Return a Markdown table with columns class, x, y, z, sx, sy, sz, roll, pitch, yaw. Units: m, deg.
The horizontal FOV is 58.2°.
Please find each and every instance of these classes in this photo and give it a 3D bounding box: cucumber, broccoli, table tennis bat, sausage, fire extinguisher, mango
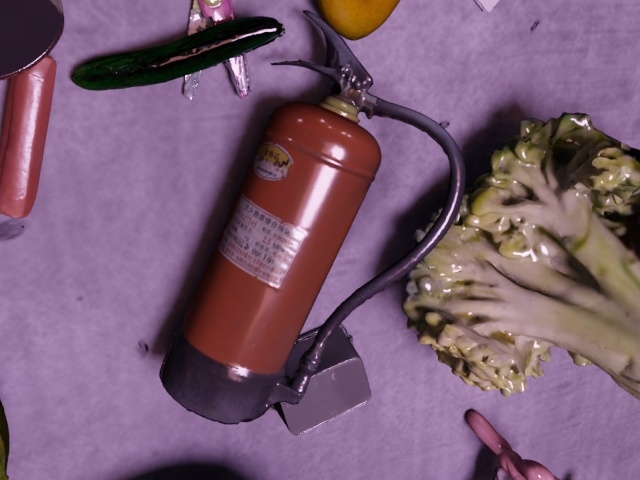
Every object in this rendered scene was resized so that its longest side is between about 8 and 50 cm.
| class | x | y | z | sx | sy | sz | roll | pitch | yaw |
| --- | --- | --- | --- | --- | --- | --- | --- | --- | --- |
| cucumber | -0.120 | -0.157 | 0.490 | 0.184 | 0.033 | 0.036 | -17 | 140 | -4 |
| broccoli | 0.260 | 0.036 | 0.584 | 0.348 | 0.281 | 0.293 | -14 | 125 | -19 |
| table tennis bat | -0.234 | -0.190 | 0.444 | 0.158 | 0.014 | 0.095 | -44 | 98 | -10 |
| sausage | -0.246 | -0.088 | 0.478 | 0.030 | 0.035 | 0.147 | 15 | 104 | -2 |
| fire extinguisher | -0.004 | -0.003 | 0.554 | 0.200 | 0.113 | 0.376 | 20 | 100 | -15 |
| mango | 0.045 | -0.266 | 0.501 | 0.111 | 0.089 | 0.163 | 28 | 103 | -27 |

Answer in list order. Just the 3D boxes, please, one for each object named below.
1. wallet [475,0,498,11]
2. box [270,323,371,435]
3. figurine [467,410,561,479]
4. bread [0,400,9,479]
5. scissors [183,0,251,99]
| class | x | y | z | sx | sy | sz | roll | pitch | yaw |
| --- | --- | --- | --- | --- | --- | --- | --- | --- | --- |
| wallet | 0.159 | -0.278 | 0.587 | 0.083 | 0.011 | 0.044 | 37 | 92 | -29 |
| box | -0.005 | 0.156 | 0.643 | 0.122 | 0.069 | 0.084 | -23 | 115 | -13 |
| figurine | 0.326 | 0.419 | 0.828 | 0.193 | 0.154 | 0.421 | -49 | 120 | -5 |
| bread | -0.450 | 0.202 | 0.443 | 0.366 | 0.129 | 0.382 | 14 | 103 | -26 |
| scissors | -0.093 | -0.218 | 0.499 | 0.134 | 0.020 | 0.187 | -4 | 110 | -14 |
